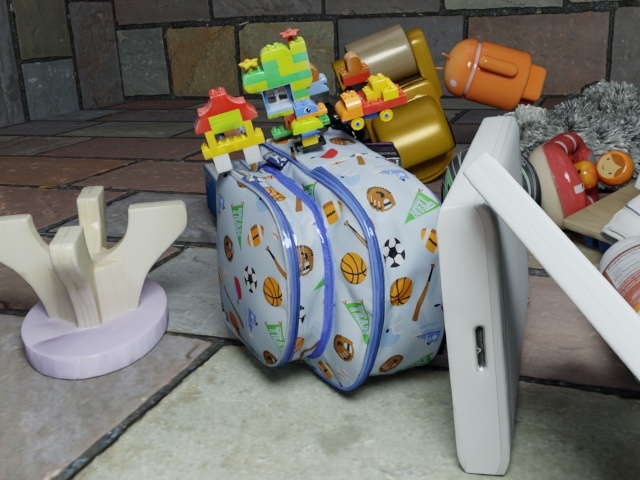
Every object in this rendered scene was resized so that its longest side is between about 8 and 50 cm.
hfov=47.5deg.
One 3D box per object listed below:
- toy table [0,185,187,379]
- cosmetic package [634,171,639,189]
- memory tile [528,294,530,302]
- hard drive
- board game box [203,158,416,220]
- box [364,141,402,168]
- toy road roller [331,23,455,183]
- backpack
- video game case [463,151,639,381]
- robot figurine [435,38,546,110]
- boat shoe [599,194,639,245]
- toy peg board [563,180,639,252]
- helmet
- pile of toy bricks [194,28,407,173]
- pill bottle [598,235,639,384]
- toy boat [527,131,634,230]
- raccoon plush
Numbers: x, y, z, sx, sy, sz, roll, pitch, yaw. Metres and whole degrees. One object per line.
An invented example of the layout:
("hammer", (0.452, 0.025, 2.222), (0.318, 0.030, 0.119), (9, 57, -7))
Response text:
("toy table", (-0.287, 0.038, 0.899), (0.252, 0.160, 0.274), (-9, 20, -19))
("cosmetic package", (0.670, -0.056, 0.978), (0.284, 0.097, 0.377), (-16, 40, -42))
("memory tile", (0.189, 0.072, 0.956), (0.148, 0.012, 0.113), (-8, 18, -18))
("hard drive", (0.171, 0.025, 0.719), (0.047, 0.233, 0.353), (-2, 19, 19))
("board game box", (-0.031, -0.083, 1.265), (0.302, 0.086, 0.308), (-7, 17, -14))
("box", (0.073, -0.140, 1.233), (0.116, 0.029, 0.162), (-3, 18, 1))
("toy road roller", (0.172, -0.278, 1.543), (0.202, 0.329, 0.240), (-22, 17, 4))
("backpack", (0.014, 0.021, 0.766), (0.213, 0.276, 0.263), (-20, 30, -32))
("video game case", (0.220, 0.066, 0.530), (0.285, 0.025, 0.204), (34, 19, -48))
("robot figurine", (0.353, -0.346, 1.522), (0.219, 0.128, 0.158), (16, 37, 1))
("boat shoe", (0.443, 0.041, 0.905), (0.084, 0.095, 0.258), (-41, 28, 13))
("toy peg board", (0.487, -0.010, 1.097), (0.161, 0.079, 0.161), (-26, 25, -18))
("helmet", (0.268, -0.073, 1.151), (0.169, 0.161, 0.169), (-3, 17, 1))
("pile of toy bricks", (-0.030, -0.161, 0.742), (0.212, 0.105, 0.118), (-17, 35, -5))
("pill bottle", (0.358, 0.069, 0.759), (0.121, 0.121, 0.216), (0, 17, 9))
("toy boat", (0.447, -0.109, 1.224), (0.151, 0.151, 0.231), (-15, 9, 35))
("raccoon plush", (0.506, -0.167, 1.378), (0.299, 0.216, 0.446), (-18, 22, -18))
